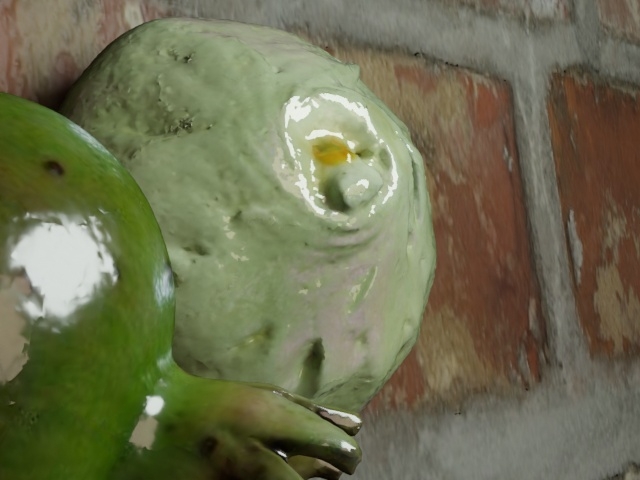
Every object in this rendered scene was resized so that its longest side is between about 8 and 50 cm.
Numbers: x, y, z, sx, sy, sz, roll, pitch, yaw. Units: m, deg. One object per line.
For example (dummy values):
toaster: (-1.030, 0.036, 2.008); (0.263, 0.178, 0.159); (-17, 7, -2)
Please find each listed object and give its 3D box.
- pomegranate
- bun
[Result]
pomegranate: (-0.135, 0.049, 0.511); (0.306, 0.242, 0.242); (-2, 81, -7)
bun: (-0.034, -0.003, 0.678); (0.283, 0.179, 0.283); (1, 88, -28)
